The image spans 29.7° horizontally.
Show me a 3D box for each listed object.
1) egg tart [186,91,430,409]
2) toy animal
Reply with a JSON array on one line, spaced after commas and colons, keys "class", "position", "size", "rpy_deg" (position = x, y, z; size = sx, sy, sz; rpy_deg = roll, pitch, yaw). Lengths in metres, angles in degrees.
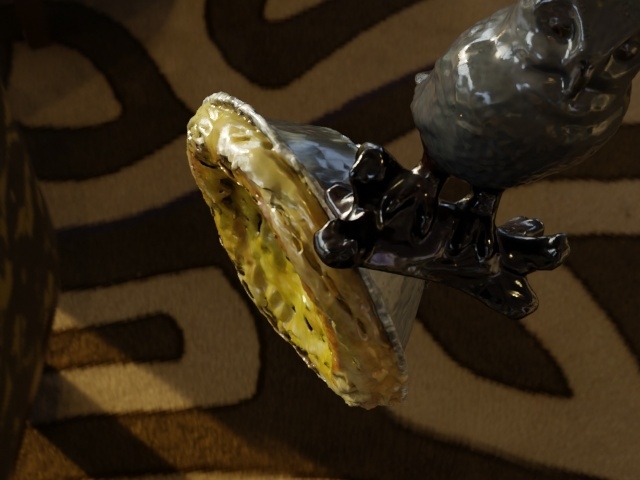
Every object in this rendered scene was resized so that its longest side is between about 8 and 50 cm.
[{"class": "egg tart", "position": [0.000, 0.000, 0.783], "size": [0.094, 0.234, 0.234], "rpy_deg": [-32, 64, -11]}, {"class": "toy animal", "position": [0.091, -0.064, 0.532], "size": [0.121, 0.210, 0.117], "rpy_deg": [21, 48, -12]}]
